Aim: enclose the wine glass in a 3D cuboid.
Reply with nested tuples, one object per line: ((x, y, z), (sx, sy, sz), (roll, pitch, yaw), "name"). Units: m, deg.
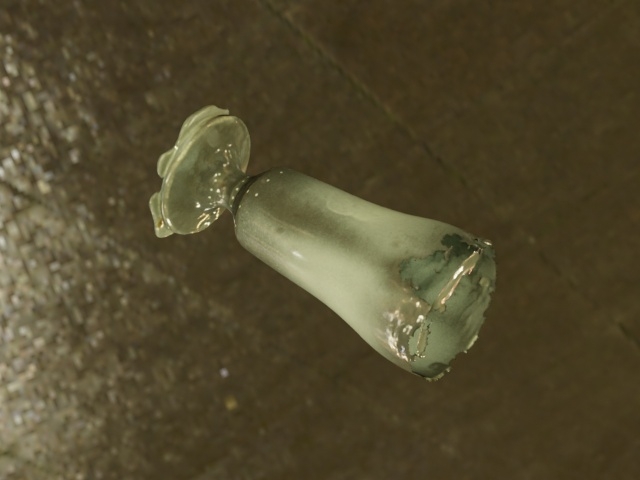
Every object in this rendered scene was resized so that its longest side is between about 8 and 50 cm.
((0.000, 0.000, 0.792), (0.072, 0.155, 0.072), (-42, 148, -34), "wine glass")
